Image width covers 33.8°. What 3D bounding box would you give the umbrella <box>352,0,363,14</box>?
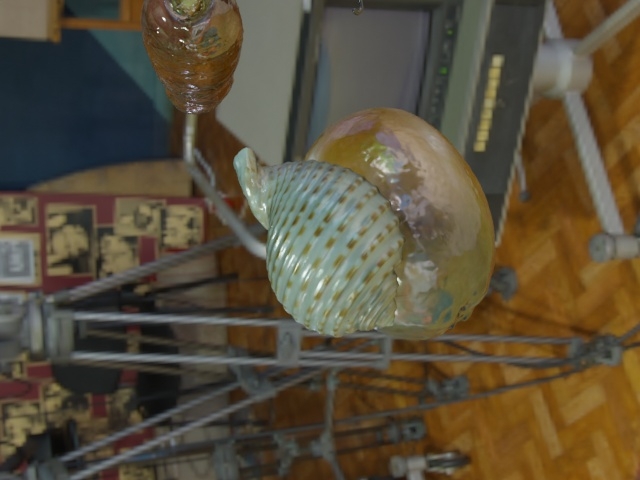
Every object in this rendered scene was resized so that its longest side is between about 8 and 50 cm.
[{"bbox_3d":[-0.014,-0.193,0.737,0.022,0.149,0.022,-10,71,35],"label":"umbrella"}]

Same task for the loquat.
[{"bbox_3d":[0.066,-0.016,0.953,0.179,0.179,0.227,112,147,-42],"label":"loquat"}]

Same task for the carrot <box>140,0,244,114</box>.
[{"bbox_3d":[-0.078,-0.115,0.659,0.186,0.060,0.060,119,145,-80],"label":"carrot"}]

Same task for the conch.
[{"bbox_3d":[0.007,0.000,0.764,0.135,0.102,0.153,84,168,-71],"label":"conch"}]
